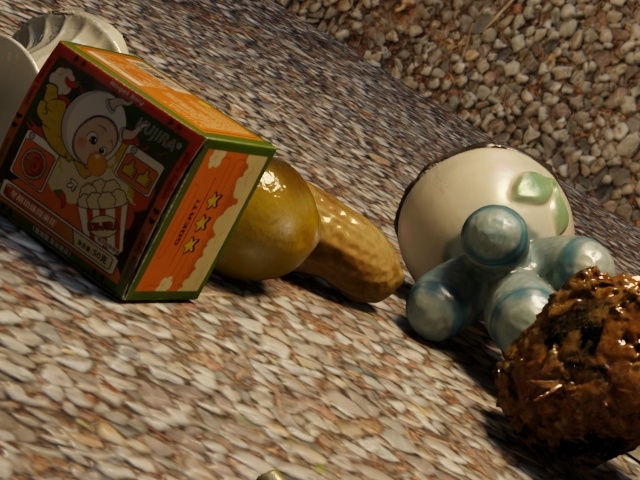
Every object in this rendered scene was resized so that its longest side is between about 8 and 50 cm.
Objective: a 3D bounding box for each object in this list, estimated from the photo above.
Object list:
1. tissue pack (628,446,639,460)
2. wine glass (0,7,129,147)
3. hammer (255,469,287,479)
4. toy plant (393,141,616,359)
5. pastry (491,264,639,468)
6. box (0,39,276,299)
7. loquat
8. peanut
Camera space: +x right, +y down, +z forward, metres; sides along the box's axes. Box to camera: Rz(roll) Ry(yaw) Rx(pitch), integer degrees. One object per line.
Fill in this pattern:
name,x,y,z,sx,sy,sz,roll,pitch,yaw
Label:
tissue pack,0.384,0.214,2.039,0.062,0.083,0.042,33,15,18
wine glass,-0.308,-0.167,1.885,0.165,0.165,0.196,32,17,14
hammer,0.019,0.210,1.403,0.060,0.028,0.195,42,16,28
toy plant,0.219,0.046,2.098,0.247,0.247,0.332,26,20,-14
pastry,0.304,0.121,1.851,0.193,0.275,0.275,61,16,1
box,-0.185,-0.065,1.688,0.195,0.177,0.148,34,13,23
loquat,-0.081,-0.029,1.862,0.195,0.152,0.152,11,20,-32
peanut,0.000,0.000,2.012,0.226,0.095,0.108,29,-34,-23
